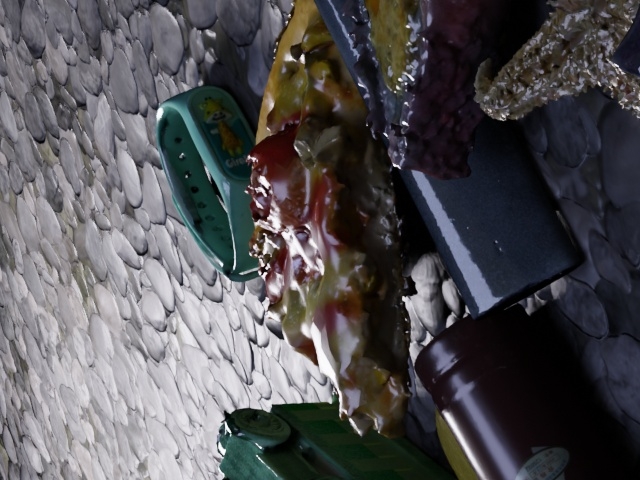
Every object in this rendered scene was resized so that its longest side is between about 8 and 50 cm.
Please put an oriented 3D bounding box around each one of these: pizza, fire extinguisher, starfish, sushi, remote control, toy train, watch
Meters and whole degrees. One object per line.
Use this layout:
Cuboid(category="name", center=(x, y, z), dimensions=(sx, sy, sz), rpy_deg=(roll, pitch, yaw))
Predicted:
Cuboid(category="pizza", center=(0.000, 0.000, 1.646), dimensions=(0.440, 0.130, 0.406), rpy_deg=(100, 161, -48))
Cuboid(category="fire extinguisher", center=(0.211, 0.213, 1.471), dimensions=(0.337, 0.114, 0.135), rpy_deg=(60, 141, 21))
Cuboid(category="starfish", center=(0.223, -0.167, 1.239), dimensions=(0.302, 0.060, 0.299), rpy_deg=(44, 135, 25))
Cuboid(category="sushi", center=(0.098, -0.182, 1.399), dimensions=(0.161, 0.107, 0.241), rpy_deg=(139, 125, -63))
Cuboid(category="remote control", center=(0.095, -0.120, 1.503), dimensions=(0.107, 0.044, 0.377), rpy_deg=(-32, 76, 24))
Cuboid(category="toy train", center=(0.013, 0.262, 1.808), dimensions=(0.301, 0.202, 0.120), rpy_deg=(34, 118, 52))
Cuboid(category="watch", center=(-0.120, -0.066, 1.996), dimensions=(0.237, 0.068, 0.195), rpy_deg=(60, 154, 24))

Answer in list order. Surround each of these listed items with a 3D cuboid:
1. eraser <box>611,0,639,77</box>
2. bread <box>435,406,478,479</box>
Cuboid(category="eraser", center=(0.253, -0.278, 1.014), dimensions=(0.098, 0.096, 0.404), rpy_deg=(31, 134, 36))
Cuboid(category="bread", center=(0.168, 0.211, 1.627), dimensions=(0.187, 0.065, 0.149), rpy_deg=(55, 162, 23))
